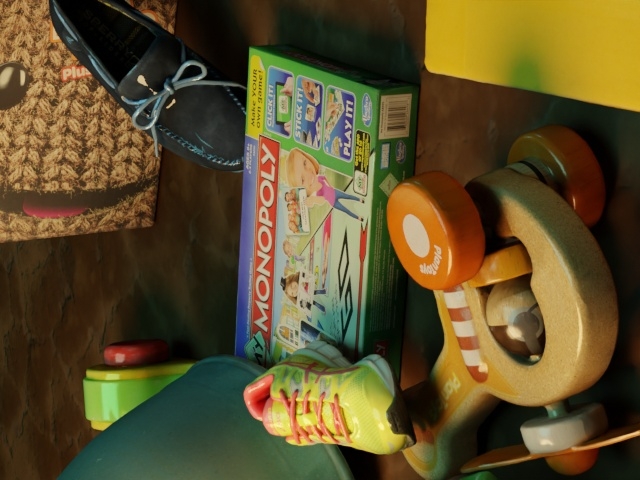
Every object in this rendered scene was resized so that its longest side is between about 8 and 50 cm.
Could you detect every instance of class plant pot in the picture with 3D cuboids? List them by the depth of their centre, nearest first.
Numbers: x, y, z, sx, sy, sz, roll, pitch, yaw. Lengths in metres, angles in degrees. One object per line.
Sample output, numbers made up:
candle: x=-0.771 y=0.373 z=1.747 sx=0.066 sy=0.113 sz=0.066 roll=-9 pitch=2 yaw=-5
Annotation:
plant pot: x=-0.136 y=0.278 z=1.559 sx=0.272 sy=0.255 sz=0.271 roll=30 pitch=134 yaw=37

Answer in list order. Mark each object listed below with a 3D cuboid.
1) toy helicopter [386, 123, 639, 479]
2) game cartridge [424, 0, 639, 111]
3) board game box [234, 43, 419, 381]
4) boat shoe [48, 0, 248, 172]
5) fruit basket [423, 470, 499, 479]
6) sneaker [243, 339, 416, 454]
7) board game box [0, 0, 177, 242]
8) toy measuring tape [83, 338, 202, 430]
toy helicopter: x=0.136 y=0.097 z=1.311 sx=0.235 sy=0.140 sz=0.355 roll=57 pitch=152 yaw=21
game cartridge: x=0.189 y=-0.239 z=1.204 sx=0.324 sy=0.053 sz=0.285 roll=19 pitch=112 yaw=53
board game box: x=0.000 y=0.000 z=1.550 sx=0.213 sy=0.046 sz=0.317 roll=24 pitch=116 yaw=53
boat shoe: x=-0.164 y=-0.151 z=1.640 sx=0.258 sy=0.089 sz=0.109 roll=33 pitch=87 yaw=11
fruit basket: x=0.034 y=0.332 z=1.222 sx=0.327 sy=0.353 sz=0.165 roll=-26 pitch=111 yaw=42
sneaker: x=0.004 y=0.139 z=1.414 sx=0.208 sy=0.094 sz=0.081 roll=6 pitch=114 yaw=65
board game box: x=-0.288 y=-0.161 z=1.804 sx=0.141 sy=0.232 sz=0.291 roll=36 pitch=126 yaw=49
toy measuring tape: x=-0.158 y=0.160 z=1.769 sx=0.330 sy=0.121 sz=0.121 roll=0 pitch=96 yaw=58
